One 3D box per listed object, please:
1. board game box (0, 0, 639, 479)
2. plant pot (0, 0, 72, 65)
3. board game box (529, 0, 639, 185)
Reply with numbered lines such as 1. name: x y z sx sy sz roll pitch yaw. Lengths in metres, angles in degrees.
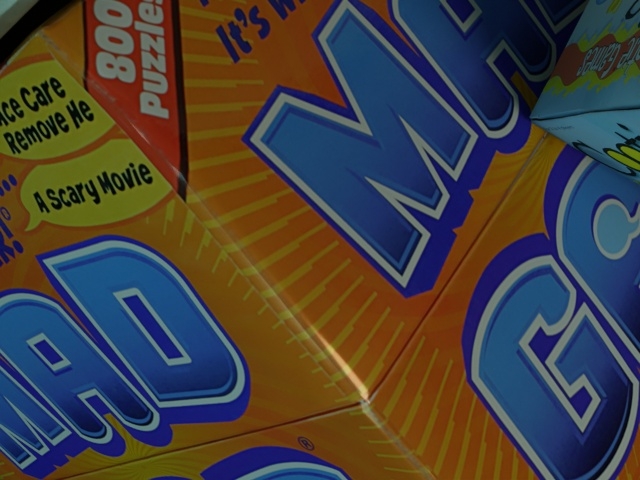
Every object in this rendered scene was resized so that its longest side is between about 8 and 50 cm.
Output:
1. board game box: 0.000 0.000 0.626 0.356 0.356 0.356 50 141 -13
2. plant pot: -0.153 -0.242 0.443 0.280 0.323 0.323 48 141 -13
3. board game box: 0.259 -0.049 0.447 0.275 0.142 0.144 28 178 -12
